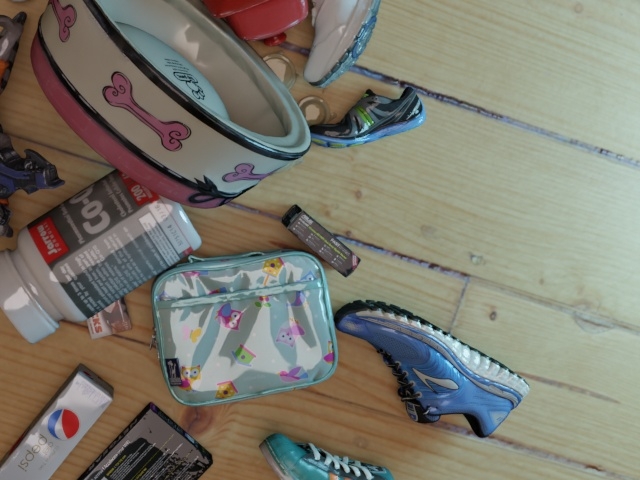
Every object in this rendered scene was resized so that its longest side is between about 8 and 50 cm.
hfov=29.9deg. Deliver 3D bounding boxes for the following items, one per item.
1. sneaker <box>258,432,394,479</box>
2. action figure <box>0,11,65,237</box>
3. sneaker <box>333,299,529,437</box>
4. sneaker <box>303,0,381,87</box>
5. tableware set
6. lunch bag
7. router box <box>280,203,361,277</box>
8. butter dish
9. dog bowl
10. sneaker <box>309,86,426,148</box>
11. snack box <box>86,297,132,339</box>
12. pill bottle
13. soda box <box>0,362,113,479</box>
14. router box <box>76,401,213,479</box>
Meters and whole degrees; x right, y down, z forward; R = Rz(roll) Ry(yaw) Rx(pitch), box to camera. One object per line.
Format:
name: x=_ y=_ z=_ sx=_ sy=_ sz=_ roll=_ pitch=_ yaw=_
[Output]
sneaker: x=0.039 y=0.379 z=1.868 sx=0.302 sy=0.108 sz=0.121 roll=42 pitch=89 yaw=-19
action figure: x=-0.455 y=-0.152 z=1.679 sx=0.341 sy=0.178 sz=0.330 roll=11 pitch=105 yaw=28
sneaker: x=0.159 y=0.204 z=1.847 sx=0.330 sy=0.130 sz=0.147 roll=31 pitch=90 yaw=-11
sneaker: x=0.033 y=-0.371 z=1.780 sx=0.129 sy=0.111 sz=0.297 roll=22 pitch=90 yaw=5
tableware set: x=-0.067 y=-0.193 z=1.817 sx=0.141 sy=0.020 sz=0.169 roll=-41 pitch=102 yaw=1
lunch bag: x=-0.121 y=0.123 z=1.805 sx=0.279 sy=0.108 sz=0.224 roll=-9 pitch=99 yaw=-7
router box: x=0.000 y=0.000 z=1.815 sx=0.122 sy=0.092 sz=0.038 roll=40 pitch=90 yaw=-12
butter dish: x=-0.082 y=-0.339 z=1.746 sx=0.160 sy=0.160 sz=0.118 roll=-23 pitch=123 yaw=-4
dog bowl: x=-0.211 y=-0.211 z=1.619 sx=0.408 sy=0.408 sz=0.150 roll=41 pitch=108 yaw=-11
sneaker: x=0.066 y=-0.187 z=1.818 sx=0.188 sy=0.067 sz=0.078 roll=-17 pitch=94 yaw=-11
snack box: x=-0.337 y=0.056 z=1.808 sx=0.064 sy=0.022 sz=0.178 roll=-14 pitch=99 yaw=-7
pill bottle: x=-0.328 y=0.015 z=1.709 sx=0.283 sy=0.161 sz=0.161 roll=-33 pitch=101 yaw=-6
soda box: x=-0.404 y=0.294 z=1.803 sx=0.069 sy=0.074 sz=0.216 roll=40 pitch=90 yaw=-11
router box: x=-0.273 y=0.359 z=1.845 sx=0.133 sy=0.046 sz=0.179 roll=44 pitch=89 yaw=-11
